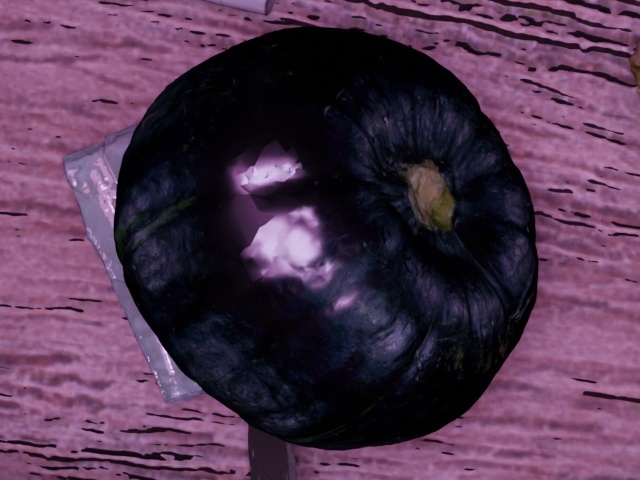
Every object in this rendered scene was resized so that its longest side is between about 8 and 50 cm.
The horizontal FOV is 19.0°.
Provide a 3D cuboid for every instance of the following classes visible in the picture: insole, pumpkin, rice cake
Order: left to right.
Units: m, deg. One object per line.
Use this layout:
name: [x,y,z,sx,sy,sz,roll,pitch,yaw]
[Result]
rice cake: [-0.106,0.011,1.447,0.124,0.038,0.211,-20,86,4]
insole: [-0.028,0.208,1.376,0.011,0.081,0.248,6,56,-21]
pumpkin: [0.000,0.000,1.317,0.238,0.315,0.315,-31,85,38]

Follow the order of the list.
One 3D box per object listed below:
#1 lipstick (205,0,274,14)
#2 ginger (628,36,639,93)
lipstick: [-0.103,-0.206,1.454,0.141,0.040,0.040,14,89,6]
ginger: [0.357,-0.128,1.372,0.270,0.123,0.218,-5,91,-4]
